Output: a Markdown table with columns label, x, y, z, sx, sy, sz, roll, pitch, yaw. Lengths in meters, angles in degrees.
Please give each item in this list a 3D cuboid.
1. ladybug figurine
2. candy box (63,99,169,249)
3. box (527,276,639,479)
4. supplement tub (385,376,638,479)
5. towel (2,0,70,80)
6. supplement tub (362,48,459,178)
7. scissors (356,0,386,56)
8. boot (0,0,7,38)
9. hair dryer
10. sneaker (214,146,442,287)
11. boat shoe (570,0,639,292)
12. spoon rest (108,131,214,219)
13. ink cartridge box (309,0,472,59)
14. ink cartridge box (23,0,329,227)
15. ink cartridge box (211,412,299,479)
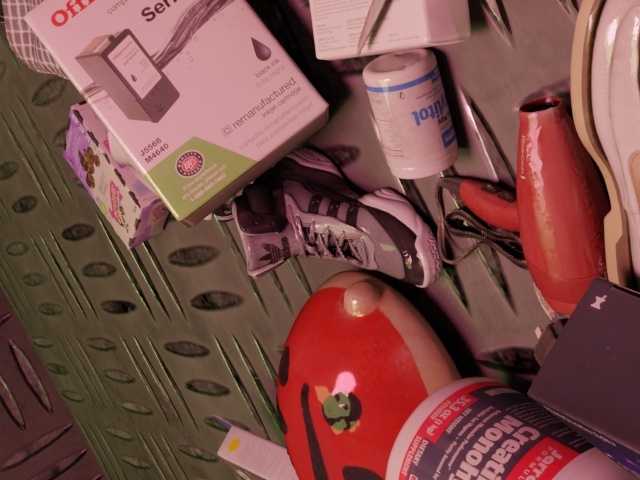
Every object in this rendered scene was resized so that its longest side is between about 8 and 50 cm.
| label | x | y | z | sx | sy | sz | roll | pitch | yaw |
| --- | --- | --- | --- | --- | --- | --- | --- | --- | --- |
| ladybug figurine | 0.061 | 0.234 | 1.386 | 0.305 | 0.162 | 0.449 | 31 | 144 | 46 |
| candy box | -0.311 | -0.106 | 1.788 | 0.196 | 0.070 | 0.165 | 54 | 153 | 10 |
| box | 0.281 | 0.135 | 0.870 | 0.207 | 0.108 | 0.153 | 36 | 173 | -40 |
| supplement tub | 0.212 | 0.263 | 1.129 | 0.272 | 0.191 | 0.191 | 24 | 138 | 49 |
| towel | -0.305 | -0.335 | 1.394 | 0.235 | 0.121 | 0.283 | 22 | 120 | 55 |
| supplement tub | 0.085 | -0.119 | 1.083 | 0.071 | 0.071 | 0.107 | 19 | 135 | 52 |
| scissors | 0.081 | -0.261 | 0.913 | 0.109 | 0.021 | 0.297 | 39 | 131 | 37 |
| boot | -0.506 | -0.542 | 1.576 | 0.367 | 0.146 | 0.445 | 39 | 151 | 20 |
| hair dryer | 0.172 | -0.014 | 1.034 | 0.223 | 0.080 | 0.293 | 48 | 152 | 22 |
| sneaker | 0.000 | 0.000 | 1.264 | 0.269 | 0.153 | 0.101 | 34 | 145 | 40 |
| boat shoe | 0.257 | -0.060 | 0.816 | 0.103 | 0.113 | 0.302 | 28 | 151 | 44 |
| spoon rest | -0.221 | -0.104 | 1.553 | 0.137 | 0.084 | 0.276 | 26 | 159 | 24 |
| ink cartridge box | 0.048 | -0.279 | 1.028 | 0.181 | 0.056 | 0.224 | 7 | 105 | 58 |
| ink cartridge box | -0.150 | -0.181 | 1.236 | 0.273 | 0.198 | 0.115 | 52 | 179 | 2 |
| ink cartridge box | -0.012 | 0.399 | 1.713 | 0.303 | 0.072 | 0.307 | 49 | 157 | -28 |
